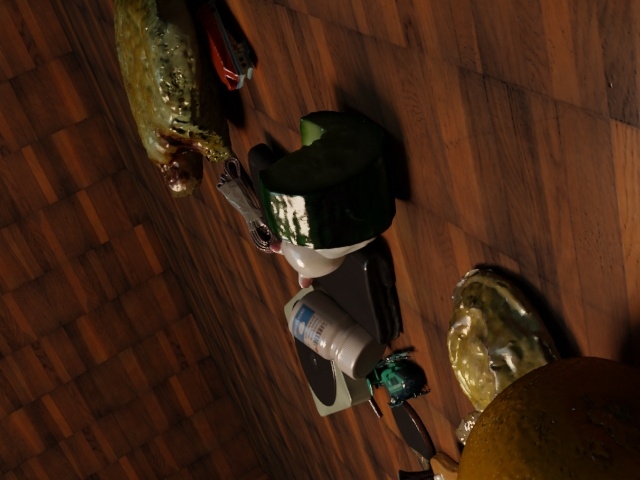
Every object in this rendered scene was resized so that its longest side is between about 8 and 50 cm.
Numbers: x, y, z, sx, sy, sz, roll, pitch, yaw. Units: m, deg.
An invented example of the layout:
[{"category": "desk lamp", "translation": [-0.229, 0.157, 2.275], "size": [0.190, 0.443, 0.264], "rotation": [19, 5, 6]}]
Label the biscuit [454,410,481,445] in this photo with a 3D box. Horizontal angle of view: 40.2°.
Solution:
[{"category": "biscuit", "translation": [0.305, 0.318, 1.235], "size": [0.290, 0.038, 0.141], "rotation": [42, 140, 40]}]

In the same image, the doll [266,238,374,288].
[{"category": "doll", "translation": [0.013, -0.014, 1.375], "size": [0.181, 0.107, 0.110], "rotation": [-44, 74, 40]}]

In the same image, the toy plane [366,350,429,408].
[{"category": "toy plane", "translation": [0.136, 0.257, 1.618], "size": [0.096, 0.060, 0.235], "rotation": [67, 161, 7]}]

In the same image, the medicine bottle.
[{"category": "medicine bottle", "translation": [0.030, 0.173, 1.627], "size": [0.168, 0.105, 0.105], "rotation": [32, 150, 30]}]

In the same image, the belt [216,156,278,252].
[{"category": "belt", "translation": [-0.160, -0.073, 1.913], "size": [0.232, 0.071, 0.053], "rotation": [59, 179, 12]}]

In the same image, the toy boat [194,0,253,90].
[{"category": "toy boat", "translation": [-0.166, -0.344, 1.519], "size": [0.173, 0.058, 0.069], "rotation": [64, 164, 12]}]

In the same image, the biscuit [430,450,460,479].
[{"category": "biscuit", "translation": [0.285, 0.426, 1.422], "size": [0.216, 0.047, 0.339], "rotation": [57, 157, -1]}]

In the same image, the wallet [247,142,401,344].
[{"category": "wallet", "translation": [0.001, 0.000, 1.589], "size": [0.406, 0.062, 0.228], "rotation": [44, 156, 41]}]

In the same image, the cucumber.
[{"category": "cucumber", "translation": [0.016, -0.078, 1.228], "size": [0.191, 0.191, 0.130], "rotation": [42, 156, 46]}]

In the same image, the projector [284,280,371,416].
[{"category": "projector", "translation": [0.016, 0.226, 1.825], "size": [0.257, 0.079, 0.259], "rotation": [133, 119, -68]}]

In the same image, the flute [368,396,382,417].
[{"category": "flute", "translation": [0.065, 0.271, 1.918], "size": [0.269, 0.014, 0.014], "rotation": [61, 163, 2]}]

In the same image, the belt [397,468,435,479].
[{"category": "belt", "translation": [0.229, 0.580, 1.657], "size": [0.325, 0.122, 0.260], "rotation": [62, -167, -49]}]

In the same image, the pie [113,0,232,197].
[{"category": "pie", "translation": [-0.289, -0.337, 1.677], "size": [0.418, 0.180, 0.395], "rotation": [95, 154, -56]}]

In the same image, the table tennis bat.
[{"category": "table tennis bat", "translation": [0.195, 0.410, 1.760], "size": [0.130, 0.019, 0.220], "rotation": [20, 135, 67]}]

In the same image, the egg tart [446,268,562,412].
[{"category": "egg tart", "translation": [0.227, 0.151, 1.134], "size": [0.252, 0.098, 0.232], "rotation": [30, 142, 66]}]

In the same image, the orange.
[{"category": "orange", "translation": [0.269, 0.254, 0.879], "size": [0.274, 0.274, 0.274], "rotation": [52, 161, 26]}]
